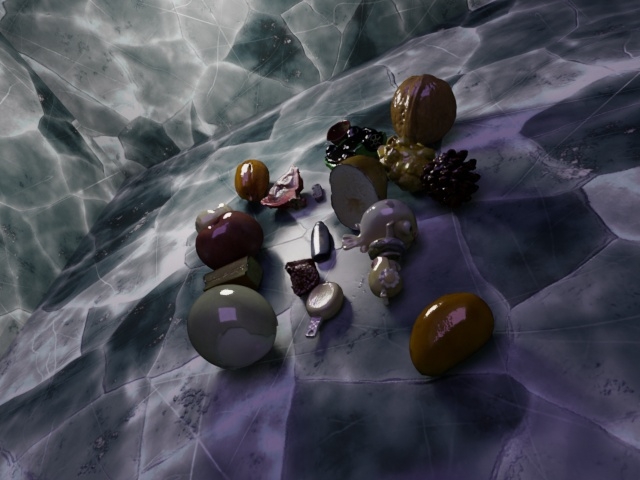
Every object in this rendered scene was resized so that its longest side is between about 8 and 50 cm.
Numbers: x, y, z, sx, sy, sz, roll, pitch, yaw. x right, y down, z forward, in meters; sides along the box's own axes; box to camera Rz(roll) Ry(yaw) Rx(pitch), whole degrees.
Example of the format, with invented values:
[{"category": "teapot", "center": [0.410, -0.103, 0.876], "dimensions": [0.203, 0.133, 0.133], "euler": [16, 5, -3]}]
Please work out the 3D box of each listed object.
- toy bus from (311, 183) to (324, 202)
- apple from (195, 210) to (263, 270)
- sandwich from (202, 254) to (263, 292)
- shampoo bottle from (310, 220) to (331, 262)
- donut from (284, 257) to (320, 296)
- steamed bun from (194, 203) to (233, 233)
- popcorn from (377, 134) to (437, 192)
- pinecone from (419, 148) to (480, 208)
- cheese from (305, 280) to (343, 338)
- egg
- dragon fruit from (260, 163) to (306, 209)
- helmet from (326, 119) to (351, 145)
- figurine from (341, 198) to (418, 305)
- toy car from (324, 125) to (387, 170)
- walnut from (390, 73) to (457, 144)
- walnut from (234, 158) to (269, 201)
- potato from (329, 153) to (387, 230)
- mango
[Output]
[{"category": "toy bus", "center": [-0.014, -0.243, 2.062], "dimensions": [0.052, 0.037, 0.131], "euler": [-22, 36, 8]}, {"category": "apple", "center": [-0.416, 0.000, 1.866], "dimensions": [0.305, 0.235, 0.306], "euler": [-32, 22, 14]}, {"category": "sandwich", "center": [-0.375, 0.166, 1.744], "dimensions": [0.235, 0.128, 0.122], "euler": [-20, 39, 16]}, {"category": "shampoo bottle", "center": [0.000, 0.000, 1.735], "dimensions": [0.087, 0.049, 0.234], "euler": [-19, 36, 13]}, {"category": "donut", "center": [-0.067, 0.136, 1.571], "dimensions": [0.126, 0.144, 0.186], "euler": [-24, -6, 0]}, {"category": "steamed bun", "center": [-0.563, -0.105, 2.184], "dimensions": [0.225, 0.170, 0.200], "euler": [-38, 30, -13]}, {"category": "popcorn", "center": [0.369, -0.326, 1.734], "dimensions": [0.286, 0.252, 0.215], "euler": [-123, 47, -60]}, {"category": "pinecone", "center": [0.490, -0.220, 1.521], "dimensions": [0.221, 0.221, 0.221], "euler": [-20, 36, 15]}, {"category": "cheese", "center": [0.001, 0.243, 1.418], "dimensions": [0.137, 0.064, 0.227], "euler": [-9, 39, 34]}, {"category": "egg", "center": [-0.291, 0.295, 1.384], "dimensions": [0.336, 0.278, 0.278], "euler": [12, 53, 48]}, {"category": "dragon fruit", "center": [-0.152, -0.225, 2.081], "dimensions": [0.262, 0.134, 0.211], "euler": [-46, 47, 4]}, {"category": "helmet", "center": [0.122, -0.595, 2.340], "dimensions": [0.155, 0.106, 0.175], "euler": [-5, 47, 36]}, {"category": "figurine", "center": [0.207, 0.040, 1.425], "dimensions": [0.274, 0.227, 0.394], "euler": [-4, 54, 13]}, {"category": "toy car", "center": [0.199, -0.455, 2.060], "dimensions": [0.358, 0.176, 0.213], "euler": [-41, 35, -8]}, {"category": "walnut", "center": [0.476, -0.608, 1.897], "dimensions": [0.332, 0.333, 0.333], "euler": [-20, 36, 15]}, {"category": "walnut", "center": [-0.390, -0.331, 2.318], "dimensions": [0.208, 0.209, 0.336], "euler": [-23, 43, 12]}, {"category": "potato", "center": [0.177, -0.209, 1.691], "dimensions": [0.246, 0.300, 0.196], "euler": [13, 36, 33]}, {"category": "mango", "center": [0.341, 0.243, 1.100], "dimensions": [0.254, 0.139, 0.175], "euler": [-37, 31, 2]}]
